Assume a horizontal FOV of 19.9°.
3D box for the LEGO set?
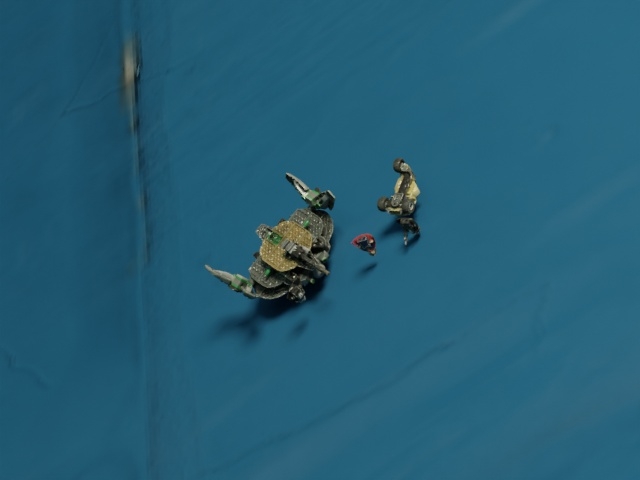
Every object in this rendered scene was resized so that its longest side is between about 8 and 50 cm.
[{"bbox_3d":[0.001,0.002,0.635,0.083,0.023,0.054,-5,57,32],"label":"LEGO set"}]
